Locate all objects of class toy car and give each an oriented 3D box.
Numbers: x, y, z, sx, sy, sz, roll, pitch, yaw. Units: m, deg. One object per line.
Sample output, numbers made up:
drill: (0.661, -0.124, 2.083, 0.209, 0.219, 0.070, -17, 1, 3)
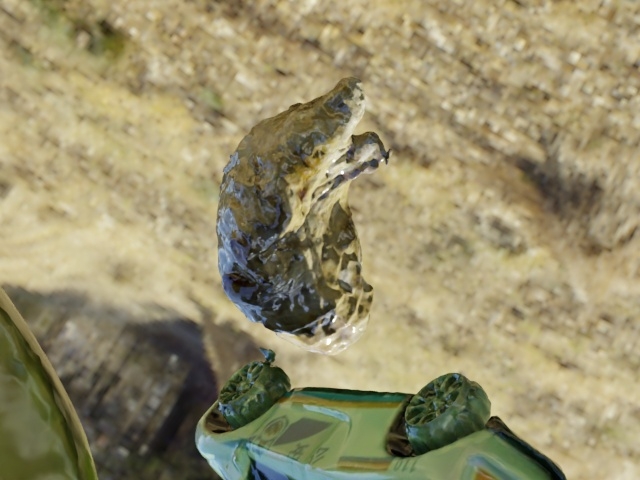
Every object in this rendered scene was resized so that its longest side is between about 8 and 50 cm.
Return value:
toy car: (0.019, 0.086, 0.435, 0.093, 0.058, 0.186, 48, 156, -21)

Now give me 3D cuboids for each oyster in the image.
oyster: (0.000, 0.000, 0.470, 0.083, 0.080, 0.038, 52, -164, -18)

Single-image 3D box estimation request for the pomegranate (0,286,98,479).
pomegranate: (-0.148, 0.104, 0.362, 0.159, 0.190, 0.241, 144, 111, -68)
